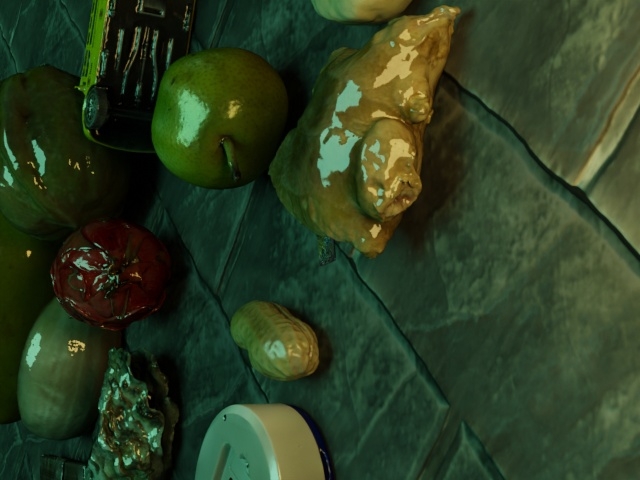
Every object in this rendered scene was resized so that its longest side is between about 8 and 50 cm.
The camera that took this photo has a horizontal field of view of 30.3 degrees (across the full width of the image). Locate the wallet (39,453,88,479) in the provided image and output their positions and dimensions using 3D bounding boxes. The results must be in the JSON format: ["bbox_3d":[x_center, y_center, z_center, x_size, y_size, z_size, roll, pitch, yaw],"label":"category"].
[{"bbox_3d":[-0.427,0.430,2.002,0.230,0.042,0.124,-8,82,60],"label":"wallet"}]

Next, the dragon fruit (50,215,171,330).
[{"bbox_3d":[-0.304,0.049,1.729,0.209,0.172,0.172,-22,67,58],"label":"dragon fruit"}]

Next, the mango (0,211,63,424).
[{"bbox_3d":[-0.543,0.098,2.073,0.300,0.232,0.445,14,104,54],"label":"mango"}]

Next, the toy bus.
[{"bbox_3d":[-0.276,-0.301,1.757,0.152,0.144,0.330,20,102,58],"label":"toy bus"}]

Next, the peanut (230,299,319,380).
[{"bbox_3d":[-0.058,0.118,1.389,0.174,0.080,0.080,33,114,60],"label":"peanut"}]

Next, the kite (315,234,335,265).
[{"bbox_3d":[0.003,-0.004,1.373,0.044,0.002,0.078,-51,45,44],"label":"kite"}]

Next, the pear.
[{"bbox_3d":[-0.120,-0.141,1.433,0.180,0.166,0.216,-57,24,17],"label":"pear"}]

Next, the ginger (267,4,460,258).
[{"bbox_3d":[0.050,-0.119,1.188,0.270,0.123,0.219,-63,34,32],"label":"ginger"}]

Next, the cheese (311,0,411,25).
[{"bbox_3d":[0.062,-0.350,1.237,0.159,0.093,0.263,52,130,51],"label":"cheese"}]

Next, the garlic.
[{"bbox_3d":[-0.414,0.236,1.956,0.196,0.151,0.338,-82,6,-59],"label":"garlic"}]

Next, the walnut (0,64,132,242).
[{"bbox_3d":[-0.410,-0.136,1.854,0.227,0.283,0.283,-30,56,23],"label":"walnut"}]

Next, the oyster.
[{"bbox_3d":[-0.290,0.286,1.725,0.198,0.112,0.267,11,98,60],"label":"oyster"}]

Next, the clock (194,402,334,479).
[{"bbox_3d":[-0.071,0.305,1.378,0.230,0.083,0.230,-15,72,56],"label":"clock"}]

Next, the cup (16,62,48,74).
[{"bbox_3d":[-0.580,-0.324,2.367,0.083,0.054,0.075,34,116,59],"label":"cup"}]
